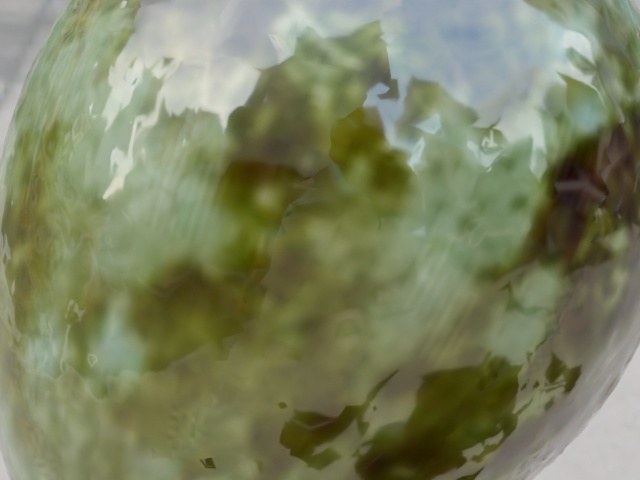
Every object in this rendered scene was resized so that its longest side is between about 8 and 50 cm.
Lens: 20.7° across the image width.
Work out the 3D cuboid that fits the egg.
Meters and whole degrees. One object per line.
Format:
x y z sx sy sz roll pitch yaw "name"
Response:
0.000 0.000 0.627 0.238 0.289 0.238 24 -11 5 "egg"
